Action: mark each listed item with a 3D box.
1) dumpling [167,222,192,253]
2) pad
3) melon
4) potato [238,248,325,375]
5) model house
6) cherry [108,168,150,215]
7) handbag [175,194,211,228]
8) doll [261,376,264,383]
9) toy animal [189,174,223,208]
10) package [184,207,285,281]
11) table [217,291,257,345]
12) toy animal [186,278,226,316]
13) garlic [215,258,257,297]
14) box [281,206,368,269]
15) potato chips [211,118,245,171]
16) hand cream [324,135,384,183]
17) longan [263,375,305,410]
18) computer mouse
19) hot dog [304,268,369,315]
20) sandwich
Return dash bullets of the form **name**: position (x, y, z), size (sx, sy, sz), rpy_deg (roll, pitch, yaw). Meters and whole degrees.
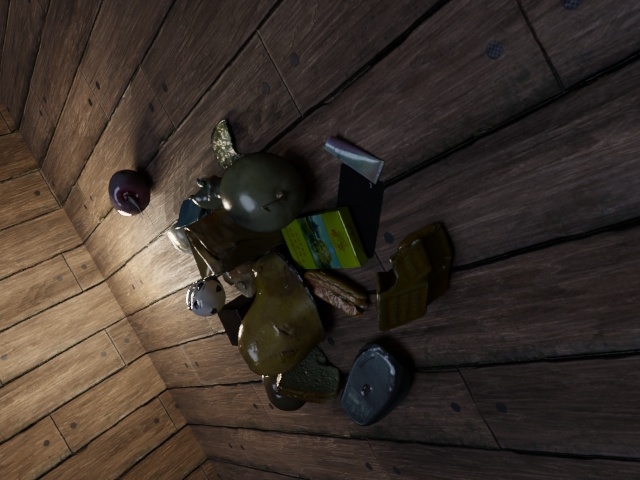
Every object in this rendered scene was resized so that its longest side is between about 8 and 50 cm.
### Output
- **dumpling**: position (-0.587, -0.011, 2.220), size (0.181, 0.111, 0.155), rpy_deg (-18, 98, 57)
- **pad**: position (0.110, -0.086, 1.502), size (0.159, 0.009, 0.265), rpy_deg (31, 133, 31)
- **melon**: position (-0.183, -0.151, 1.579), size (0.307, 0.271, 0.272), rpy_deg (16, 126, 34)
- **potato**: position (-0.182, 0.271, 1.780), size (0.398, 0.295, 0.289), rpy_deg (62, 158, -10)
- **model house**: position (0.213, 0.101, 1.325), size (0.173, 0.239, 0.268), rpy_deg (23, 131, 37)
- **cherry**: position (-0.889, -0.223, 2.350), size (0.266, 0.183, 0.214), rpy_deg (26, 118, 52)
- **handbag**: position (-0.514, -0.120, 2.069), size (0.221, 0.057, 0.144), rpy_deg (-11, 67, 51)
- **doll**: position (-0.214, 0.646, 2.289), size (0.093, 0.079, 0.180), rpy_deg (-5, 121, 18)
- **toy animal**: position (-0.360, -0.182, 1.879), size (0.251, 0.127, 0.126), rpy_deg (1, 97, 34)
- **package**: position (-0.266, -0.006, 1.715), size (0.164, 0.311, 0.222), rpy_deg (7, 118, 46)
- **table**: position (-0.269, 0.301, 2.016), size (0.172, 0.193, 0.169), rpy_deg (-9, 107, 49)
- **toy animal**: position (-0.439, 0.211, 1.956), size (0.179, 0.138, 0.166), rpy_deg (175, 105, -69)
- **garlic**: position (-0.344, 0.088, 1.985), size (0.280, 0.185, 0.203), rpy_deg (28, 157, 5)
- **box**: position (0.000, 0.000, 1.631), size (0.334, 0.047, 0.187), rpy_deg (-6, 109, 52)
- **potato chips**: position (-0.320, -0.314, 1.804), size (0.220, 0.029, 0.202), rpy_deg (53, 142, 12)
- **hand cream**: position (0.093, -0.228, 1.401), size (0.174, 0.047, 0.076), rpy_deg (34, 134, 16)
- **longan**: position (-0.134, 0.594, 2.076), size (0.198, 0.198, 0.213), rpy_deg (-14, 98, 50)
- **computer mouse**: position (0.185, 0.476, 1.707), size (0.203, 0.114, 0.374), rpy_deg (42, 131, 24)
- **hot dog**: position (0.048, 0.163, 1.682), size (0.269, 0.072, 0.110), rpy_deg (29, 131, 30)
- **sandwich**: position (-0.043, 0.477, 1.953), size (0.253, 0.289, 0.100), rpy_deg (9, 144, -10)
